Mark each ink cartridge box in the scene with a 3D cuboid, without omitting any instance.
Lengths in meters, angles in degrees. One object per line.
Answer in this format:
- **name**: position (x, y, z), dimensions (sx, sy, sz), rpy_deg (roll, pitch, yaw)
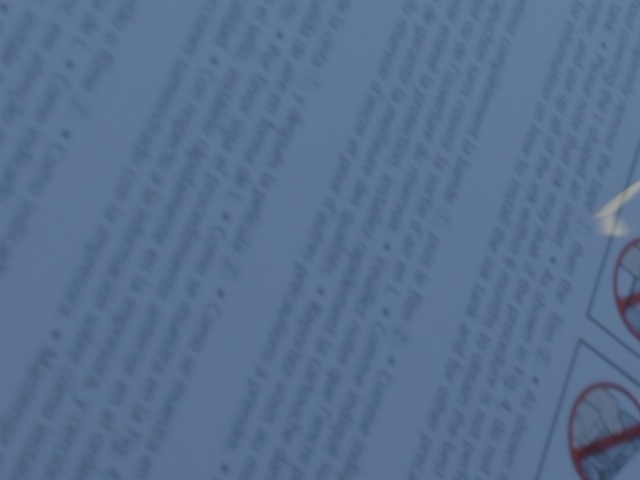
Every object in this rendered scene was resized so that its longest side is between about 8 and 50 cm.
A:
- **ink cartridge box**: position (0.000, 0.000, 0.473), dimensions (0.385, 0.091, 0.308), rpy_deg (38, 57, -26)
